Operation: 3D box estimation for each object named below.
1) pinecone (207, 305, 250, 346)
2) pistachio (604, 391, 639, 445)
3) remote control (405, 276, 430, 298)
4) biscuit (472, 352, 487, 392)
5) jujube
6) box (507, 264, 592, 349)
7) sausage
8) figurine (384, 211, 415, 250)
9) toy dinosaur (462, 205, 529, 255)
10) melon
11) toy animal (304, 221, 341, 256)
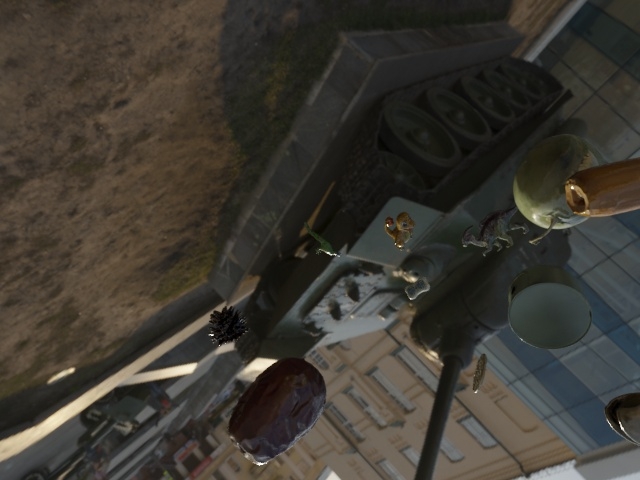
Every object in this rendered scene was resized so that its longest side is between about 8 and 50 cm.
[{"bbox_3d":[-0.307,0.278,1.461,0.140,0.120,0.140,-20,179,0],"label":"pinecone"},{"bbox_3d":[0.925,0.504,1.256,0.137,0.238,0.153,113,-7,-72],"label":"pistachio"},{"bbox_3d":[0.466,0.228,2.150,0.122,0.074,0.032,-40,149,28],"label":"remote control"},{"bbox_3d":[0.585,0.486,1.638,0.152,0.020,0.151,16,90,-78],"label":"biscuit"},{"bbox_3d":[-0.144,0.581,1.561,0.377,0.277,0.276,-48,173,-34],"label":"jujube"},{"bbox_3d":[0.706,0.204,1.394,0.226,0.226,0.149,-50,177,28],"label":"box"},{"bbox_3d":[0.752,-0.137,1.007,0.355,0.115,0.134,-12,-176,5],"label":"sausage"},{"bbox_3d":[0.304,-0.055,1.732,0.121,0.122,0.176,-48,160,-24],"label":"figurine"},{"bbox_3d":[0.764,-0.037,1.950,0.294,0.162,0.077,-38,179,18],"label":"toy dinosaur"},{"bbox_3d":[0.721,-0.176,1.354,0.271,0.272,0.307,124,-28,-49],"label":"melon"},{"bbox_3d":[-0.008,0.012,1.986,0.075,0.217,0.041,-52,174,31],"label":"toy animal"}]
